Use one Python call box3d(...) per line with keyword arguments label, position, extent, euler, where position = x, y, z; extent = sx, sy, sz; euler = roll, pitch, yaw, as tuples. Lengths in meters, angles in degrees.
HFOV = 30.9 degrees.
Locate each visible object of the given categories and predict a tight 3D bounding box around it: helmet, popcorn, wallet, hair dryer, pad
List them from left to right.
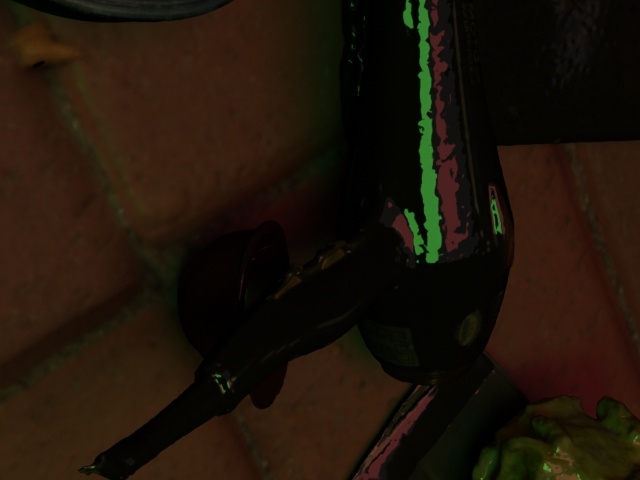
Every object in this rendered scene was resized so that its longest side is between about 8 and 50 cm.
box3d(label="helmet", position=(-0.056, 0.042, 0.692), extent=(0.089, 0.057, 0.111), euler=(-37, 127, -71))
box3d(label="hair dryer", position=(0.000, 0.000, 0.617), extent=(0.359, 0.120, 0.303), euler=(-39, 136, -46))
box3d(label="pad", position=(0.083, 0.199, 0.818), extent=(0.233, 0.022, 0.174), euler=(-51, 118, -17))
box3d(label="wallet", position=(0.155, -0.152, 0.812), extent=(0.321, 0.044, 0.170), euler=(-4, 107, -28))
box3d(label="popcorn", position=(0.169, 0.178, 0.792), extent=(0.135, 0.162, 0.141), euler=(-16, 80, 7))

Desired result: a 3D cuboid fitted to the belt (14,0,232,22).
box3d(label="belt", position=(-0.117, -0.188, 0.617), extent=(0.190, 0.082, 0.141), euler=(0, 98, -33))
